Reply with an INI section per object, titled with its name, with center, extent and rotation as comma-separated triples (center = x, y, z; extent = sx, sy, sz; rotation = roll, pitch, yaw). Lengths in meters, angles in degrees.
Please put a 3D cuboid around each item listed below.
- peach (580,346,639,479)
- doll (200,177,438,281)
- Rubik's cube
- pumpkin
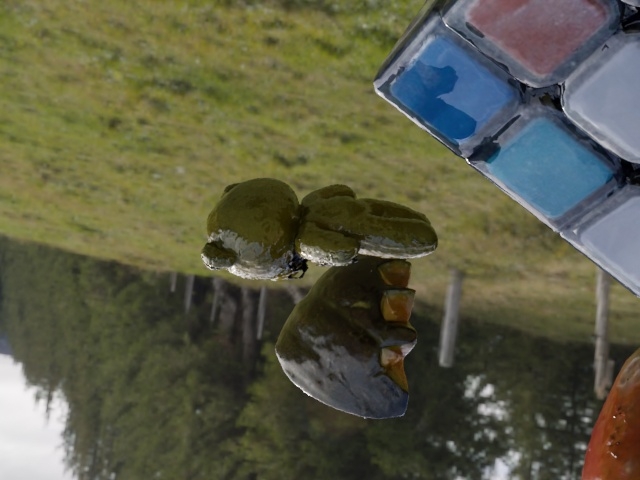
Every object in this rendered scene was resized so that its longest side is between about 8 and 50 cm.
[peach]
center = 0.403, 0.261, 0.779
extent = 0.339, 0.353, 0.416
rotation = -17, 138, 34
[doll]
center = 0.000, 0.000, 0.848
extent = 0.209, 0.097, 0.137
rotation = 5, -149, 0
[Rubik's cube]
center = 0.311, -0.219, 0.828
extent = 0.363, 0.362, 0.359
rotation = 33, 143, -7
[pumpkin]
center = 0.026, 0.075, 1.086
extent = 0.149, 0.130, 0.254
rotation = 3, -144, -7
